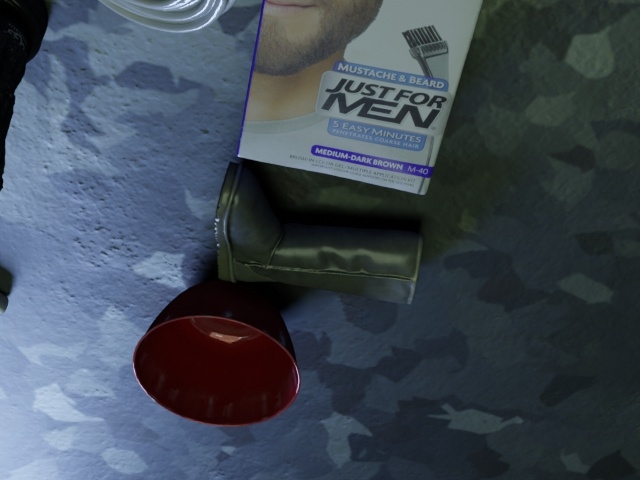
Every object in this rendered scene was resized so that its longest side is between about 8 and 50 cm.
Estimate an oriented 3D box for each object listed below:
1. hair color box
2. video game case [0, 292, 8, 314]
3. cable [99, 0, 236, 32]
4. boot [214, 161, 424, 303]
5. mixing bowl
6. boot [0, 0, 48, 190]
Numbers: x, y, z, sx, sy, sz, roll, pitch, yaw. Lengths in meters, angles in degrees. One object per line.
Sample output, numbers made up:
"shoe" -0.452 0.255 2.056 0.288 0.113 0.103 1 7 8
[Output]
"hair color box" 0.042 -0.206 1.421 0.185 0.110 0.339 11 134 -1
"video game case" -0.500 0.069 1.833 0.206 0.026 0.227 37 128 -26
"cable" -0.158 -0.289 1.322 0.257 0.089 0.257 34 153 3
"boot" 0.001 -0.002 1.653 0.208 0.076 0.190 11 150 7
"mixing bowl" -0.107 0.109 1.763 0.181 0.098 0.181 4 135 4
"boot" -0.416 -0.104 1.478 0.348 0.260 0.131 -20 130 25
